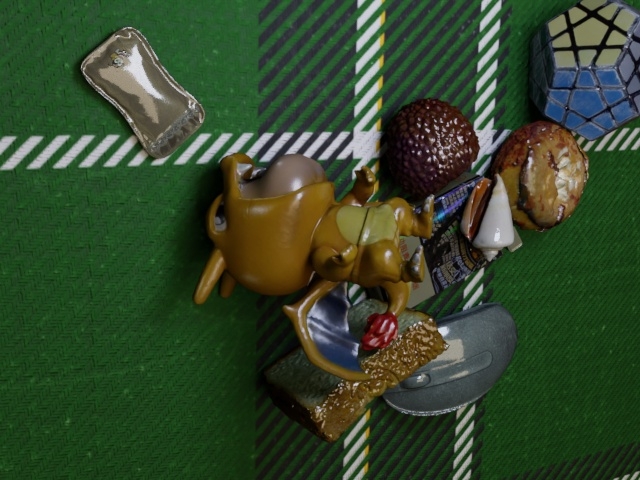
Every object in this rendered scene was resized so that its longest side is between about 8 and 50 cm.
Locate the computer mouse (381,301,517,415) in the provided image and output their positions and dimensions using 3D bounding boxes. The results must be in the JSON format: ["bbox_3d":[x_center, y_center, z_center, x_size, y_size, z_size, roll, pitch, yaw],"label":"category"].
[{"bbox_3d":[0.295,0.256,1.773,0.374,0.114,0.203,-23,112,-22],"label":"computer mouse"}]

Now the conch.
[{"bbox_3d":[0.343,-0.047,1.650,0.094,0.105,0.176,-16,109,-67],"label":"conch"}]

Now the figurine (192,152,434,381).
[{"bbox_3d":[-0.009,0.023,1.412,0.268,0.387,0.400,80,21,-59],"label":"figurine"}]

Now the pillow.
[{"bbox_3d":[-0.297,-0.251,1.380,0.130,0.033,0.217,-44,118,-13],"label":"pillow"}]

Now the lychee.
[{"bbox_3d":[0.212,-0.189,1.601,0.188,0.188,0.188,-7,104,-28],"label":"lychee"}]

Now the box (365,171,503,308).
[{"bbox_3d":[0.225,0.004,1.697,0.310,0.084,0.198,-27,112,-22],"label":"box"}]

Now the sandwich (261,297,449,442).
[{"bbox_3d":[0.050,0.234,1.540,0.301,0.271,0.099,-36,106,-17],"label":"sandwich"}]

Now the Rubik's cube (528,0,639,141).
[{"bbox_3d":[0.593,-0.367,1.716,0.319,0.319,0.264,54,47,-27],"label":"Rubik's cube"}]

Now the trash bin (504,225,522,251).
[{"bbox_3d":[0.398,-0.018,1.780,0.043,0.092,0.061,-34,115,-2],"label":"trash bin"}]

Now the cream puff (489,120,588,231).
[{"bbox_3d":[0.464,-0.137,1.757,0.240,0.164,0.239,-12,108,-42],"label":"cream puff"}]
